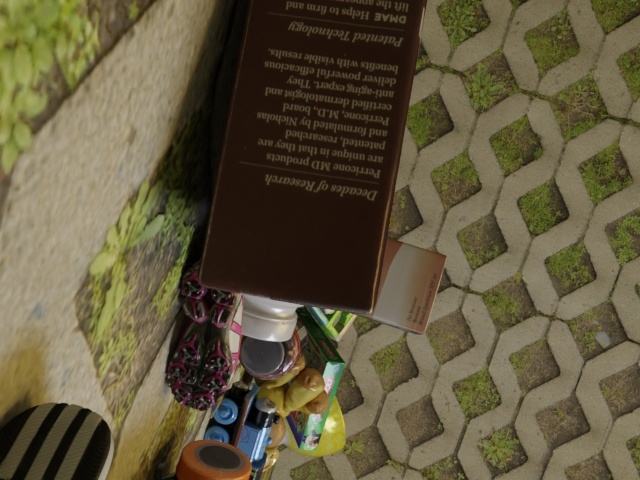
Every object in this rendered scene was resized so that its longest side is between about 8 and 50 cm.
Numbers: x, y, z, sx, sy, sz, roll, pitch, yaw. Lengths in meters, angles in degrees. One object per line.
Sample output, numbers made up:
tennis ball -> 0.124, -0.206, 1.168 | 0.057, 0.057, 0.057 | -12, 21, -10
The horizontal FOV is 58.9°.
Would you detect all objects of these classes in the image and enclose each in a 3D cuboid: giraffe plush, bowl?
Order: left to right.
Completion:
giraffe plush -> -0.107, 0.328, 1.099 | 0.210, 0.181, 0.170 | -32, -168, 39
bowl -> -0.074, 0.468, 1.534 | 0.156, 0.289, 0.289 | -20, 144, -27

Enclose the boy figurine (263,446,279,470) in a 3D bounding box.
boy figurine -> -0.187, 0.620, 1.415 | 0.285, 0.092, 0.177 | -56, 161, -61

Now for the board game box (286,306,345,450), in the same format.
board game box -> -0.044, 0.300, 1.323 | 0.317, 0.046, 0.213 | -137, -118, -65

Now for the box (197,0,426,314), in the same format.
box -> 0.014, -0.135, 0.499 | 0.191, 0.143, 0.381 | 36, 65, -84

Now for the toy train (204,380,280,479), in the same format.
toy train -> -0.132, 0.324, 0.923 | 0.080, 0.105, 0.184 | -23, 130, -83

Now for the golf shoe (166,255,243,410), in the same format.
golf shoe -> -0.111, 0.093, 0.598 | 0.086, 0.068, 0.186 | -63, 169, -68

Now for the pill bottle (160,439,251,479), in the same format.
pill bottle -> -0.158, 0.374, 0.689 | 0.130, 0.130, 0.245 | -21, 128, -83

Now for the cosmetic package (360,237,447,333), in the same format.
cosmetic package -> 0.064, 0.059, 1.049 | 0.129, 0.296, 0.153 | 71, 36, -79

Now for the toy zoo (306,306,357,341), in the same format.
toy zoo -> 0.025, 0.072, 1.278 | 0.192, 0.030, 0.293 | -51, 132, -21

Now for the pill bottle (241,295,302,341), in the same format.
pill bottle -> -0.047, 0.002, 0.668 | 0.121, 0.121, 0.216 | -34, 142, -81

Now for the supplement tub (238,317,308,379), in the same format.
supplement tub -> -0.082, 0.178, 0.968 | 0.198, 0.106, 0.106 | 24, 83, -84

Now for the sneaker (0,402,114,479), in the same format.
sneaker -> -0.171, 0.212, 0.292 | 0.228, 0.086, 0.132 | -68, 176, -45

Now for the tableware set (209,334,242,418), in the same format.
tableware set -> -0.138, 0.169, 0.820 | 0.104, 0.024, 0.154 | -59, 165, -81
